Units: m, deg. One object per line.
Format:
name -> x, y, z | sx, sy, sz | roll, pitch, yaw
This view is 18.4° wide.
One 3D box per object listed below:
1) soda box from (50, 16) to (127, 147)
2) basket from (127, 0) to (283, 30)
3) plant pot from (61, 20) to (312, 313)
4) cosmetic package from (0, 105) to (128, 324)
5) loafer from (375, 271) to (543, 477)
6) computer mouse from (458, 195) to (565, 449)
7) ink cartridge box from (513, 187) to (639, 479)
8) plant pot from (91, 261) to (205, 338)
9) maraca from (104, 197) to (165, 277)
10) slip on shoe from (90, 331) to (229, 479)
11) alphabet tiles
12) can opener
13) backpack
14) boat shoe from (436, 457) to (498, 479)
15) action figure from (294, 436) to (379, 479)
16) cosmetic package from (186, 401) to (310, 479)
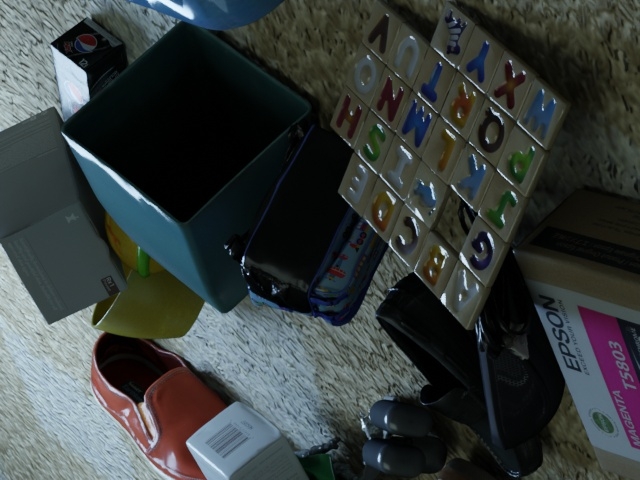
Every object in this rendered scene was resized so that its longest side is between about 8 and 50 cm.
soda box -> -0.233, -0.148, 2.044 | 0.060, 0.053, 0.169 | 38, 153, 24
basket -> -0.034, -0.246, 1.296 | 0.255, 0.289, 0.201 | 23, 144, 47
plant pot -> -0.106, -0.050, 1.859 | 0.165, 0.166, 0.234 | 37, 160, 26
cosmetic package -> -0.289, -0.030, 2.131 | 0.238, 0.107, 0.127 | -110, -5, -59
loafer -> 0.125, 0.132, 1.808 | 0.223, 0.078, 0.076 | 57, 155, -14
computer mouse -> 0.163, 0.074, 1.627 | 0.272, 0.072, 0.188 | 77, -175, -52
ink cartridge box -> 0.271, 0.090, 1.498 | 0.193, 0.088, 0.234 | 15, 138, 50
plant pot -> -0.180, 0.056, 2.177 | 0.095, 0.134, 0.134 | 27, 159, -14
maraca -> -0.172, -0.031, 2.026 | 0.099, 0.127, 0.185 | 6, 162, -1
slip on shoe -> -0.171, 0.209, 2.372 | 0.331, 0.123, 0.101 | 35, 148, 39
alphabet tiles -> 0.086, -0.079, 1.521 | 0.237, 0.009, 0.198 | 48, 127, 42
can opener -> 0.083, 0.188, 1.906 | 0.093, 0.074, 0.280 | 8, 175, 1
backpack -> 0.000, 0.000, 1.754 | 0.117, 0.158, 0.173 | 25, 163, 11
boat shoe -> 0.172, 0.358, 1.999 | 0.123, 0.116, 0.324 | 22, 143, 45
action figure -> 0.016, 0.268, 2.199 | 0.137, 0.063, 0.232 | 55, 162, -14
cosmetic package -> -0.048, 0.303, 2.206 | 0.117, 0.085, 0.231 | 32, 154, 56
